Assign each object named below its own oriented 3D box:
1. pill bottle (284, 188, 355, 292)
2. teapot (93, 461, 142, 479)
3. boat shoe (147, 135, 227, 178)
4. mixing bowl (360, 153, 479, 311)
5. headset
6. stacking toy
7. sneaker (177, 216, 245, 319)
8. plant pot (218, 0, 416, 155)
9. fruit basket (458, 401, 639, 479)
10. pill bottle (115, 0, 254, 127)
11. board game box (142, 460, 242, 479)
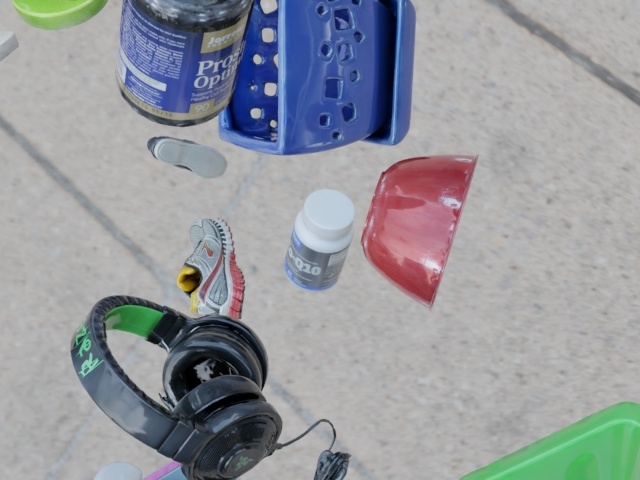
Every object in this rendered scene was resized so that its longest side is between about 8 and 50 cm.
[{"bbox_3d":[0.000,0.000,1.661,0.078,0.078,0.137,51,150,24],"label":"pill bottle"},{"bbox_3d":[-0.194,0.267,0.755,0.187,0.256,0.252,12,90,44],"label":"teapot"},{"bbox_3d":[-0.187,-0.119,1.812,0.038,0.125,0.046,31,106,48],"label":"boat shoe"},{"bbox_3d":[0.103,-0.023,1.424,0.098,0.181,0.181,18,93,5],"label":"mixing bowl"},{"bbox_3d":[-0.135,0.216,1.564,0.185,0.394,0.243,-53,25,19],"label":"headset"},{"bbox_3d":[-0.424,-0.298,1.739,0.309,0.130,0.279,-38,54,-20],"label":"stacking toy"},{"bbox_3d":[-0.180,0.036,2.015,0.225,0.093,0.088,-112,28,-54],"label":"sneaker"},{"bbox_3d":[-0.002,-0.239,1.755,0.236,0.212,0.235,-159,70,-65],"label":"plant pot"},{"bbox_3d":[0.317,0.374,1.422,0.283,0.392,0.392,-30,71,19],"label":"fruit basket"},{"bbox_3d":[-0.127,-0.218,1.219,0.122,0.123,0.219,57,153,22],"label":"pill bottle"},{"bbox_3d":[-0.214,0.435,1.712,0.303,0.097,0.224,-31,75,-7],"label":"board game box"}]
